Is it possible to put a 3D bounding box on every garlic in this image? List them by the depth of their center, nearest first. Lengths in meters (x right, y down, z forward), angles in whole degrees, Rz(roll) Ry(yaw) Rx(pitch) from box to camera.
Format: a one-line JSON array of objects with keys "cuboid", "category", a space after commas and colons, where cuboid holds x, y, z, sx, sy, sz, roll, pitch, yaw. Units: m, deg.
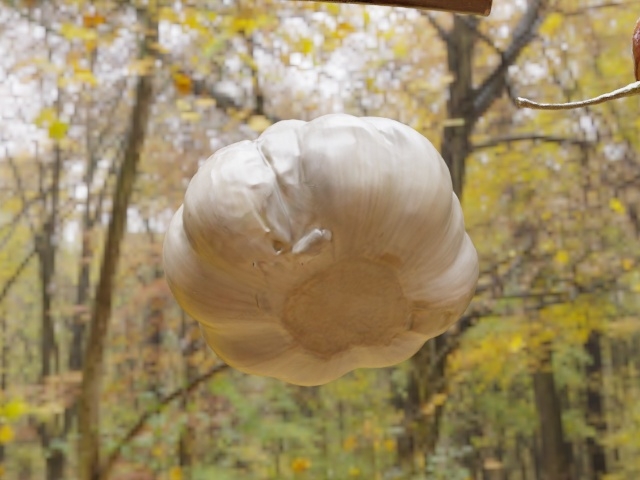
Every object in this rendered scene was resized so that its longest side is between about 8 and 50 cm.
[{"cuboid": [-0.002, 0.003, 1.004, 0.228, 0.152, 0.228, -5, -44, -5], "category": "garlic"}]

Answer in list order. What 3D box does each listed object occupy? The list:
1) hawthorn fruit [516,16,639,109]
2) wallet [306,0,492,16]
[{"cuboid": [0.322, -0.155, 1.299, 0.285, 0.165, 0.165, -30, -9, -12], "category": "hawthorn fruit"}, {"cuboid": [0.035, -0.202, 0.949, 0.176, 0.095, 0.026, 4, 18, -8], "category": "wallet"}]
